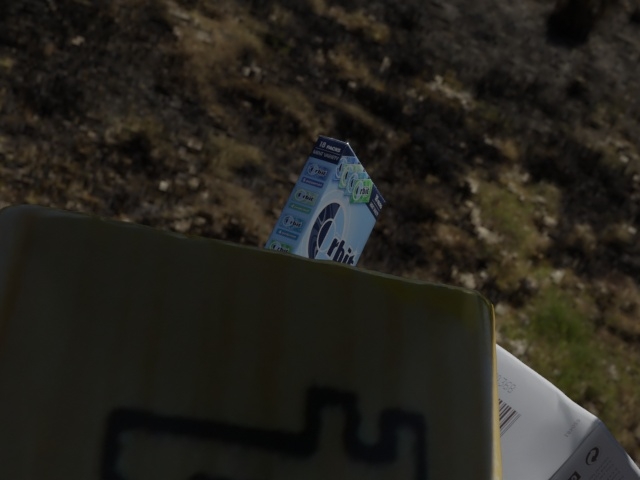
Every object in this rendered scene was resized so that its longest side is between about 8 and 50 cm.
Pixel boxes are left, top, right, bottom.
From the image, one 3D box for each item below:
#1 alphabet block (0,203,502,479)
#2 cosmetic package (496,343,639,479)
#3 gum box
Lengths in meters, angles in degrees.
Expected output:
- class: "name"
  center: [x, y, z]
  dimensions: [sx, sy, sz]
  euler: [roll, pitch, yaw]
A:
- class: "alphabet block"
  center: [-0.052, 0.128, 0.437]
  dimensions: [0.193, 0.192, 0.197]
  euler: [12, 57, -17]
- class: "cosmetic package"
  center: [0.225, 0.265, 1.140]
  dimensions: [0.217, 0.156, 0.385]
  euler: [36, -10, 50]
- class: "gum box"
  center: [0.000, 0.000, 1.290]
  dimensions: [0.041, 0.184, 0.157]
  euler: [18, -15, 26]
